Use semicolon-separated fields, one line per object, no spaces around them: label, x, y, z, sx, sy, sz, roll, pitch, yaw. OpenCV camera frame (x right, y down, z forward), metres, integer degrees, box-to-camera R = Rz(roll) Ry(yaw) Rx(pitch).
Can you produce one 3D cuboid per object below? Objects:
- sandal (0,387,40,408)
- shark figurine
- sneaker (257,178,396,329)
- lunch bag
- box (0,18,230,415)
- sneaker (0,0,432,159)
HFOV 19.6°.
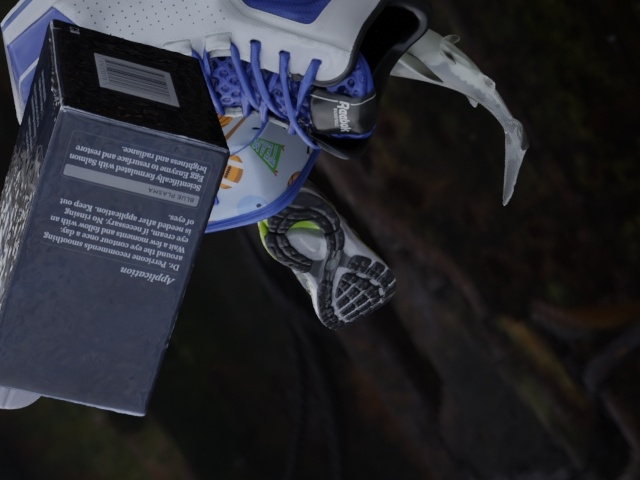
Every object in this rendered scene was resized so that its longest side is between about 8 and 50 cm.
sandal;-0.397;0.097;1.950;0.265;0.102;0.076;22;-164;-36
shark figurine;0.098;-0.162;1.905;0.278;0.166;0.116;28;133;-17
sneaker;0.000;0.000;2.252;0.121;0.111;0.300;61;-177;40
lunch bag;-0.149;-0.087;2.046;0.303;0.243;0.115;-13;121;28
box;-0.121;-0.016;1.001;0.156;0.093;0.158;-112;39;-65
sneaker;-0.053;-0.132;1.291;0.182;0.315;0.127;56;163;35
